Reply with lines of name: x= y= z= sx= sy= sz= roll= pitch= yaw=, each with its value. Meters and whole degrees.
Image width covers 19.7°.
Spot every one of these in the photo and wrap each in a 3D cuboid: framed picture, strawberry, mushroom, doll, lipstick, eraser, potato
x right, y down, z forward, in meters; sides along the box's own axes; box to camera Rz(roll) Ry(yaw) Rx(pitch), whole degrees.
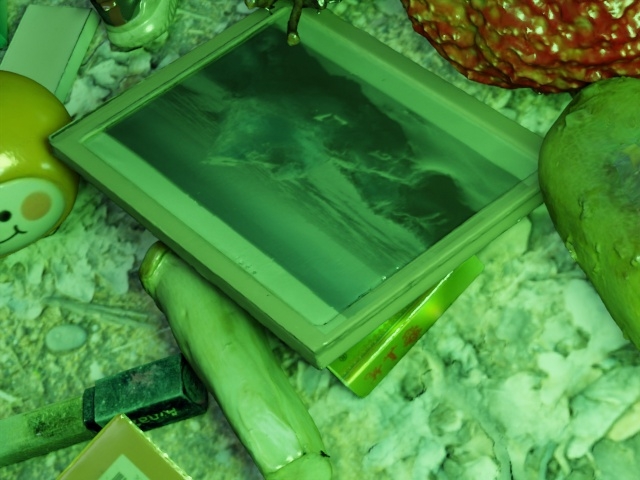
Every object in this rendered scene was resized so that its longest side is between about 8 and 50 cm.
framed picture: x=-0.017 y=-0.082 z=1.787 sx=0.326 sy=0.028 sz=0.446 roll=-36 pitch=47 yaw=-21
strawberry: x=0.211 y=-0.271 z=1.630 sx=0.312 sy=0.351 sz=0.267 roll=-25 pitch=61 yaw=10
mushroom: x=-0.080 y=0.112 z=1.738 sx=0.081 sy=0.100 sz=0.312 roll=-42 pitch=50 yaw=7
doll: x=-0.375 y=-0.099 z=1.950 sx=0.213 sy=0.236 sz=0.213 roll=-16 pitch=53 yaw=22
lipstick: x=-0.258 y=0.185 z=1.835 sx=0.312 sy=0.051 sz=0.051 roll=-19 pitch=57 yaw=22
eraser: x=-0.324 y=-0.204 z=2.121 sx=0.104 sy=0.023 sz=0.150 roll=8 pitch=67 yaw=34
potato: x=0.303 y=-0.023 z=1.541 sx=0.210 sy=0.173 sz=0.307 roll=-43 pitch=53 yaw=8

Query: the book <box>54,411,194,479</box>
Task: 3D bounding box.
book: x=-0.208 y=0.374 z=1.616 sx=0.262 sy=0.028 sz=0.374 roll=43 pitch=89 yaw=5

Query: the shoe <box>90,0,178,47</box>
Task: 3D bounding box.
shoe: x=-0.206 y=-0.330 z=2.067 sx=0.099 sy=0.112 sz=0.227 roll=-4 pitch=63 yaw=31

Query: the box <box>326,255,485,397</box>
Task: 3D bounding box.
box: x=0.000 y=0.000 z=1.793 sx=0.173 sy=0.043 sz=0.311 roll=-47 pitch=50 yaw=-2

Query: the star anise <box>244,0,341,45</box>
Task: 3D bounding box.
star anise: x=-0.011 y=-0.271 z=1.908 sx=0.177 sy=0.073 sz=0.234 roll=-23 pitch=38 yaw=-21

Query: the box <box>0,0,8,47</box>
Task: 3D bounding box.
box: x=-0.501 y=-0.271 z=2.224 sx=0.245 sy=0.092 sz=0.153 roll=-20 pitch=54 yaw=19
